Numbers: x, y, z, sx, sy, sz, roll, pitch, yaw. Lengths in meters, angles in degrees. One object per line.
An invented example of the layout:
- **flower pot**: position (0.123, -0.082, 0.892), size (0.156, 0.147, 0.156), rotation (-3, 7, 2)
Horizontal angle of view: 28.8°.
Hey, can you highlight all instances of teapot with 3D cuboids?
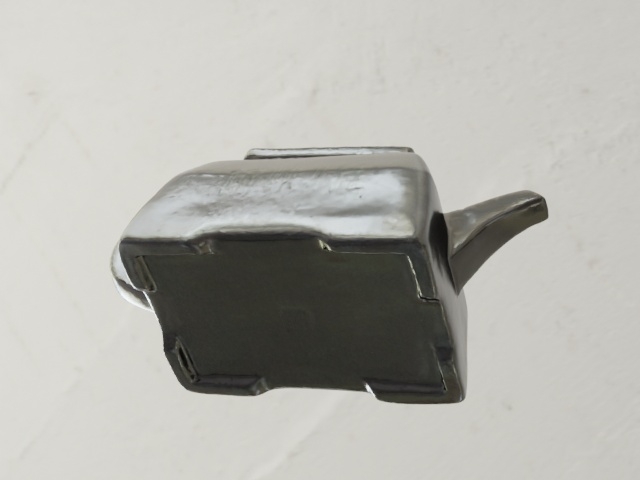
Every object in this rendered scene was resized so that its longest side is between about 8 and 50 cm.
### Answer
- **teapot**: position (0.000, 0.000, 0.496), size (0.177, 0.096, 0.087), rotation (-1, -48, 21)
